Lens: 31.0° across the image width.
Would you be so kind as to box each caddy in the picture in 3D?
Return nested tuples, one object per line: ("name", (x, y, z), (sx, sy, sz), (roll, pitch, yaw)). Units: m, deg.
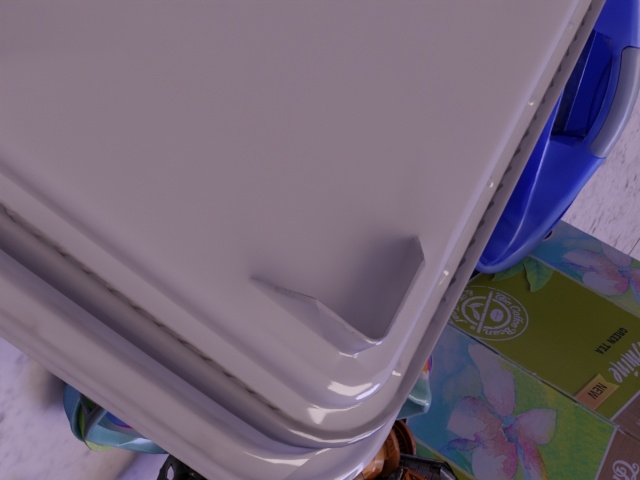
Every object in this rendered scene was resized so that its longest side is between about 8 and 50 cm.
("caddy", (0.163, -0.138, 0.898), (0.241, 0.179, 0.341), (-28, 138, -47))

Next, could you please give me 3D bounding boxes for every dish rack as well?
("dish rack", (-0.018, -0.106, 0.423), (0.072, 0.285, 0.333), (-27, -151, 57))

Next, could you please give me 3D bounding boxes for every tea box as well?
("tea box", (0.168, 0.172, 1.048), (0.220, 0.323, 0.329), (-30, 140, -43))

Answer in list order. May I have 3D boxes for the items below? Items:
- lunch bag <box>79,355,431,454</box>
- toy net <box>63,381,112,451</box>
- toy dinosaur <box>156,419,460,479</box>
("lunch bag", (-0.046, -0.007, 0.584), (0.262, 0.160, 0.223), (132, -42, -69))
("toy net", (-0.096, 0.028, 0.772), (0.122, 0.045, 0.232), (10, 108, -61))
("toy dinosaur", (0.005, 0.179, 0.866), (0.164, 0.218, 0.322), (40, 39, -46))
